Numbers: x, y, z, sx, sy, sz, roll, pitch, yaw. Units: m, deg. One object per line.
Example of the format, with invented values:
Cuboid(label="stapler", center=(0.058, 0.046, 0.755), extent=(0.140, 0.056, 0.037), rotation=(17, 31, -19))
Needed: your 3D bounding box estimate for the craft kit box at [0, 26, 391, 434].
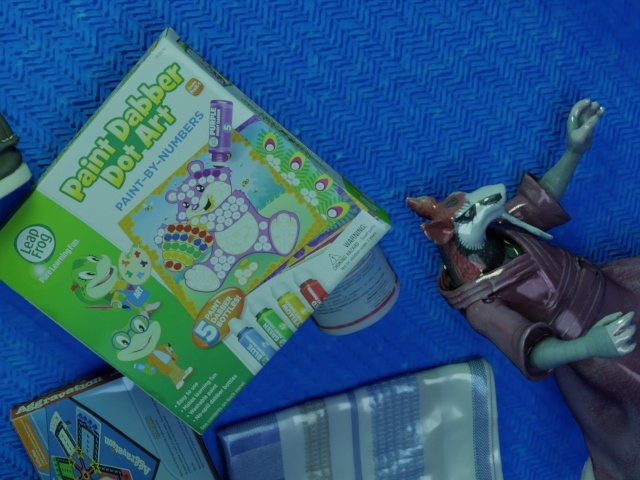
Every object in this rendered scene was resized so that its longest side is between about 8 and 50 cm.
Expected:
Cuboid(label="craft kit box", center=(-0.113, -0.005, 1.445), extent=(0.246, 0.061, 0.250), rotation=(39, 102, -10))

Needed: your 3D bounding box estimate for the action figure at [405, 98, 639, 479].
Cuboid(label="action figure", center=(0.224, 0.055, 1.626), extent=(0.370, 0.248, 0.276), rotation=(29, 141, -16))

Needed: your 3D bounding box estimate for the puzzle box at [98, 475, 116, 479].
Cuboid(label="puzzle box", center=(-0.221, 0.449, 1.538), extent=(0.272, 0.052, 0.409), rotation=(-33, 121, -34))

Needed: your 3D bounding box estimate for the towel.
Cuboid(label="towel", center=(0.047, 0.237, 1.673), extent=(0.285, 0.034, 0.209), rotation=(-13, 114, -17))

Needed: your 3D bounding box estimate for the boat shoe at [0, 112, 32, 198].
Cuboid(label="boat shoe", center=(-0.392, -0.012, 1.366), extent=(0.335, 0.112, 0.095), rotation=(-31, 101, -14))

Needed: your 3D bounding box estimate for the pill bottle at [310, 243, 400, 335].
Cuboid(label="pill bottle", center=(0.000, 0.000, 1.529), extent=(0.087, 0.087, 0.160), rotation=(-34, 118, -6))

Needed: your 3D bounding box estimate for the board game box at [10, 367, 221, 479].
Cuboid(label="board game box", center=(-0.159, 0.243, 1.579), extent=(0.145, 0.027, 0.281), rotation=(-22, 116, -1))
